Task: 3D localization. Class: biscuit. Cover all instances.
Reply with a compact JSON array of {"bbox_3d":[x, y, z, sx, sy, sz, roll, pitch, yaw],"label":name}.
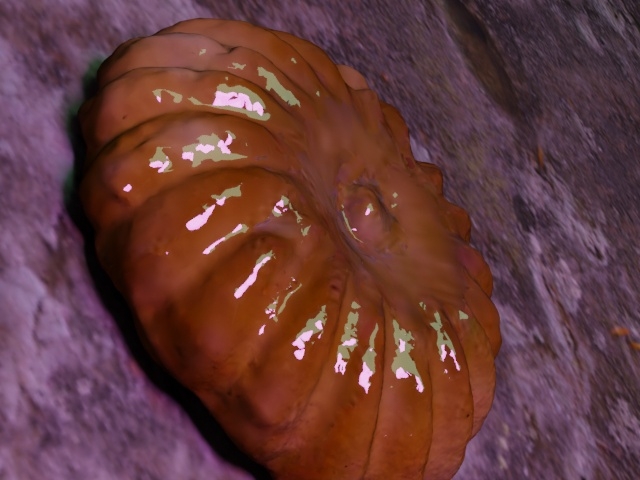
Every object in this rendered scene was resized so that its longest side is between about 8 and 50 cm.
[{"bbox_3d":[0.000,0.000,0.869,0.325,0.107,0.326,39,31,-29],"label":"biscuit"}]
